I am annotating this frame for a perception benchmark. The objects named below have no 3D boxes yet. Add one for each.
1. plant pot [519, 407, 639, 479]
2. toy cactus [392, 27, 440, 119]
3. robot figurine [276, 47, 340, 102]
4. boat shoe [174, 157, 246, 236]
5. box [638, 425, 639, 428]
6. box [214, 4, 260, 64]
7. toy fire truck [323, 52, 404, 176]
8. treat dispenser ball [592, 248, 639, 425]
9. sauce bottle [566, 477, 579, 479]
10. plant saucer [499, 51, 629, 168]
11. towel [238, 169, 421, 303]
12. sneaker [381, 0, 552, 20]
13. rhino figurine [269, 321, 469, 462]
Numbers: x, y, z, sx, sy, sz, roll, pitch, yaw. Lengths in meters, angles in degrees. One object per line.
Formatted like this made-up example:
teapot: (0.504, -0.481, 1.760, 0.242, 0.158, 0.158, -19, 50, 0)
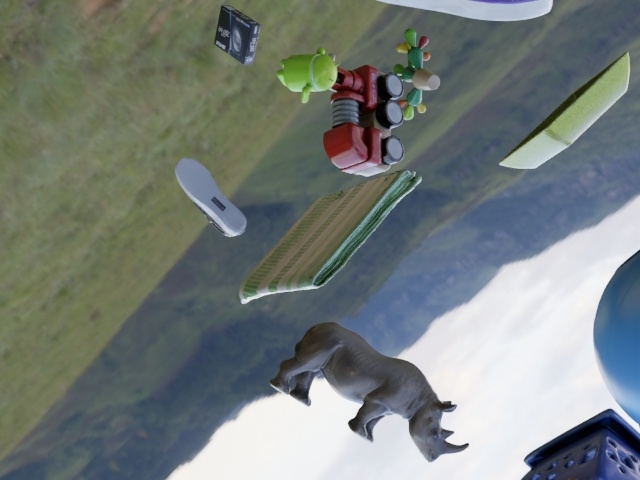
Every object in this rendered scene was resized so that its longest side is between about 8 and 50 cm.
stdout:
plant pot: (0.462, 0.431, 1.504, 0.236, 0.236, 0.212, -43, -171, 37)
toy cactus: (0.230, -0.383, 2.159, 0.180, 0.112, 0.219, -141, -122, -60)
robot figurine: (-0.021, -0.302, 1.648, 0.067, 0.115, 0.101, 52, 49, -50)
boat shoe: (-0.169, -0.060, 1.359, 0.049, 0.142, 0.040, -45, -171, -32)
box: (0.778, 0.474, 2.032, 0.042, 0.109, 0.178, -53, -160, 31)
box: (-0.132, -0.325, 1.443, 0.018, 0.083, 0.067, -14, 132, -42)
toy fire truck: (0.058, -0.264, 1.831, 0.246, 0.217, 0.158, 14, 161, -40)
treat dispenser ball: (0.503, 0.127, 1.182, 0.288, 0.288, 0.288, -45, -179, 1)
sauce bottle: (0.344, 0.400, 1.305, 0.128, 0.042, 0.042, -50, -177, -35)
plant saucer: (0.376, -0.182, 1.379, 0.188, 0.045, 0.188, -42, 179, -14)
towel: (0.000, 0.000, 1.414, 0.248, 0.038, 0.325, -48, -166, -23)
sneaker: (0.225, -0.479, 1.410, 0.130, 0.323, 0.236, -89, -174, -59)
rhino figurine: (0.069, 0.184, 1.085, 0.106, 0.243, 0.073, -61, 175, -10)
